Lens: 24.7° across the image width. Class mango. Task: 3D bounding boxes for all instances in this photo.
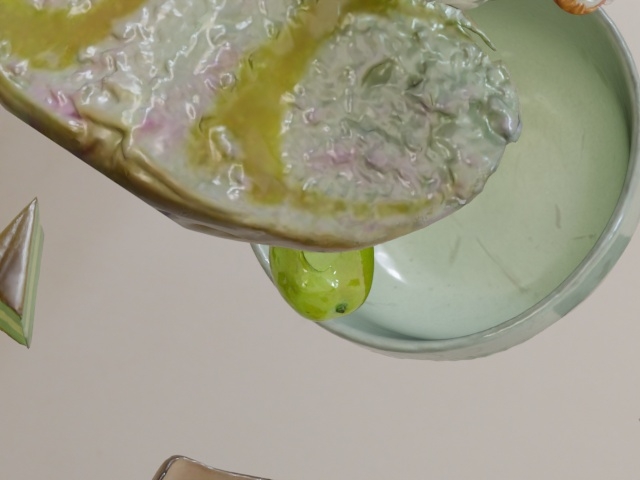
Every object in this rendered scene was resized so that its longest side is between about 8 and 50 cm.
[{"bbox_3d":[0.000,0.000,0.947,0.073,0.056,0.108,7,68,-33],"label":"mango"}]

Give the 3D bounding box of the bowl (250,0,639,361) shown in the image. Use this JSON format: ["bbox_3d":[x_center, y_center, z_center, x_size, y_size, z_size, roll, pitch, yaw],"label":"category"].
[{"bbox_3d":[0.103,-0.048,1.101,0.163,0.307,0.307,41,67,-60],"label":"bowl"}]

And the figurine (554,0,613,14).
[{"bbox_3d":[0.182,-0.173,0.863,0.064,0.109,0.047,49,34,-8],"label":"figurine"}]

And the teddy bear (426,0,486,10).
[{"bbox_3d":[0.147,-0.239,0.543,0.362,0.327,0.375,-9,108,-84],"label":"teddy bear"}]

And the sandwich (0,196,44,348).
[{"bbox_3d":[-0.281,0.031,1.424,0.116,0.074,0.074,-53,164,-27],"label":"sandwich"}]

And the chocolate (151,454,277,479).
[{"bbox_3d":[-0.042,0.135,0.695,0.100,0.031,0.065,15,101,-25],"label":"chocolate"}]

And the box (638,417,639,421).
[{"bbox_3d":[0.452,0.224,1.359,0.260,0.194,0.111,51,9,-15],"label":"box"}]

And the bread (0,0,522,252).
[{"bbox_3d":[-0.046,-0.075,0.652,0.158,0.260,0.156,-53,158,-12],"label":"bread"}]
